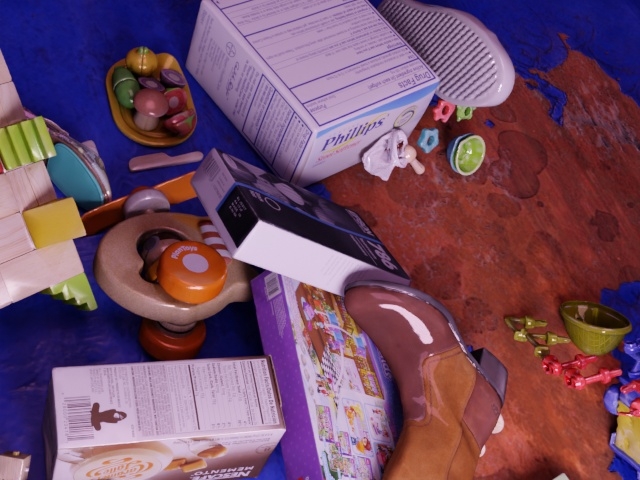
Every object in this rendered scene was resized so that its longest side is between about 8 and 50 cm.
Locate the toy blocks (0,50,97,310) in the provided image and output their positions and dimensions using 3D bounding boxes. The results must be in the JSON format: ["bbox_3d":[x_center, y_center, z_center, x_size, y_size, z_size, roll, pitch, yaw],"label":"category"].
[{"bbox_3d":[-0.451,-0.048,1.065,0.260,0.190,0.382,-26,105,-34],"label":"toy blocks"}]

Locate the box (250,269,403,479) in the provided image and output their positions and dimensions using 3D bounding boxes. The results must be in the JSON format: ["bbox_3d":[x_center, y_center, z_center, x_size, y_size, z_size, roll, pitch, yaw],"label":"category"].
[{"bbox_3d":[0.024,0.186,1.149,0.200,0.057,0.293,23,44,-43],"label":"box"}]

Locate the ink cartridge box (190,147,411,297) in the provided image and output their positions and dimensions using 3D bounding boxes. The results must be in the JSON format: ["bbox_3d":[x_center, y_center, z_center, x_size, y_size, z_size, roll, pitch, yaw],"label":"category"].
[{"bbox_3d":[0.000,0.000,1.205,0.332,0.065,0.165,23,21,-41],"label":"ink cartridge box"}]

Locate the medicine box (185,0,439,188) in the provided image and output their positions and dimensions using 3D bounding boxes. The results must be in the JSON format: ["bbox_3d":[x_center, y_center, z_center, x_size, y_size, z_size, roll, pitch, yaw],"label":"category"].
[{"bbox_3d":[-0.015,-0.260,1.450,0.263,0.149,0.289,-27,69,-34],"label":"medicine box"}]

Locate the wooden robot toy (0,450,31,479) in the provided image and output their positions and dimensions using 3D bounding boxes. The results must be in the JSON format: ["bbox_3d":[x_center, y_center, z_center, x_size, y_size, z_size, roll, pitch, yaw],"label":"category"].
[{"bbox_3d":[-0.404,0.256,1.001,0.173,0.076,0.079,8,89,-16],"label":"wooden robot toy"}]

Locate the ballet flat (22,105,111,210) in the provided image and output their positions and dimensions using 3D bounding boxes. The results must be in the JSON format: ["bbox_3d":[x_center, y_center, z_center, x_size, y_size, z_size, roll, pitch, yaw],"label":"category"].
[{"bbox_3d":[-0.358,-0.125,1.278,0.221,0.077,0.079,35,32,6],"label":"ballet flat"}]

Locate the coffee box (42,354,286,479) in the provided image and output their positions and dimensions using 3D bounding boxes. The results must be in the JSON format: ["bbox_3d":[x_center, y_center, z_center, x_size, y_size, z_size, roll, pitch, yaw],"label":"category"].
[{"bbox_3d":[-0.180,0.210,1.057,0.246,0.141,0.098,0,55,-22],"label":"coffee box"}]

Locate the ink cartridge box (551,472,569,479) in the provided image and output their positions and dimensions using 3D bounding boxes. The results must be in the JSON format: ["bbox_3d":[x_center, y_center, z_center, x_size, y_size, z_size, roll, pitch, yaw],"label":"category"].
[{"bbox_3d":[0.303,0.427,1.143,0.171,0.056,0.235,-20,63,-32],"label":"ink cartridge box"}]

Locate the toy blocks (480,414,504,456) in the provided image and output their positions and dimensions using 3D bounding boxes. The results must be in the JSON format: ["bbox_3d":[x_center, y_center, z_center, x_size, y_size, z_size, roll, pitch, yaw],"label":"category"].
[{"bbox_3d":[0.153,0.249,1.211,0.123,0.054,0.148,42,52,10],"label":"toy blocks"}]

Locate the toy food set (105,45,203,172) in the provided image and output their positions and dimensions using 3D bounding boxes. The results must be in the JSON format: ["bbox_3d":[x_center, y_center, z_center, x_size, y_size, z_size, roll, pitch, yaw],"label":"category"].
[{"bbox_3d":[-0.240,-0.211,1.378,0.128,0.071,0.218,-6,59,-24],"label":"toy food set"}]

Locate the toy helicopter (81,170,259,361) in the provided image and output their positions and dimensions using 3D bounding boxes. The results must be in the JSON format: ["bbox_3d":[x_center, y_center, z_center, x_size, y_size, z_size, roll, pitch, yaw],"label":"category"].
[{"bbox_3d":[-0.157,-0.010,1.256,0.235,0.140,0.355,38,40,19],"label":"toy helicopter"}]

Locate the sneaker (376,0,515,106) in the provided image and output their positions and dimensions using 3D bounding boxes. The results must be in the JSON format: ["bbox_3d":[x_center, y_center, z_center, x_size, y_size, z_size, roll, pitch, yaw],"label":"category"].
[{"bbox_3d":[0.230,-0.315,1.530,0.150,0.135,0.366,2,29,-30],"label":"sneaker"}]

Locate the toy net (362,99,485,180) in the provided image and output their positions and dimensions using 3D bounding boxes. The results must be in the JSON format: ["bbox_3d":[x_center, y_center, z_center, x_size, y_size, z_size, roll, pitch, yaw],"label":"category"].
[{"bbox_3d":[0.168,-0.153,1.464,0.232,0.122,0.045,-14,32,-35],"label":"toy net"}]

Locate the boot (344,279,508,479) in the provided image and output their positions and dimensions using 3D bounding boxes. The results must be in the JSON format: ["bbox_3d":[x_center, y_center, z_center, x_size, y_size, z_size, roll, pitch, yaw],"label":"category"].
[{"bbox_3d":[0.095,0.214,1.104,0.264,0.096,0.280,43,50,-23],"label":"boot"}]

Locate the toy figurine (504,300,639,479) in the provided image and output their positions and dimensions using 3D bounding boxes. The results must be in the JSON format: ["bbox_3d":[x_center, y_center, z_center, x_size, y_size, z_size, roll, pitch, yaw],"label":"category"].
[{"bbox_3d":[0.406,0.238,1.275,0.191,0.217,0.362,-14,17,-13],"label":"toy figurine"}]
